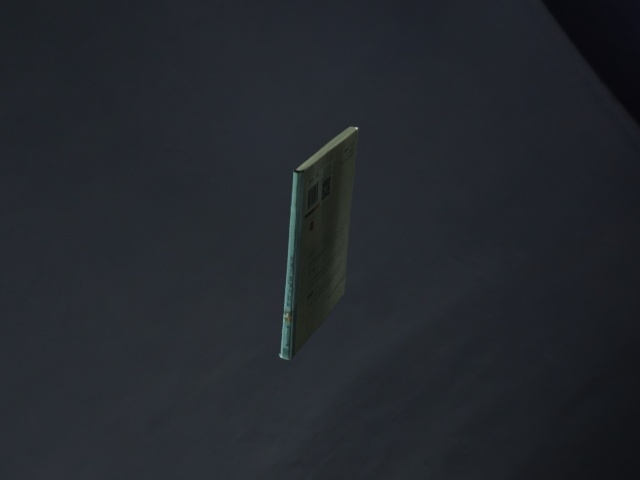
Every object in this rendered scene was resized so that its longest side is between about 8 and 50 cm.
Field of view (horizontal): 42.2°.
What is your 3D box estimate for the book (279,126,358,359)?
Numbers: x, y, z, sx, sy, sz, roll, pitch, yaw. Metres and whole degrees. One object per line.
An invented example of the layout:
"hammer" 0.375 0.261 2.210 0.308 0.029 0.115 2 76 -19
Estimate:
"book" 0.000 0.000 1.161 0.215 0.025 0.283 -45 -35 -58
